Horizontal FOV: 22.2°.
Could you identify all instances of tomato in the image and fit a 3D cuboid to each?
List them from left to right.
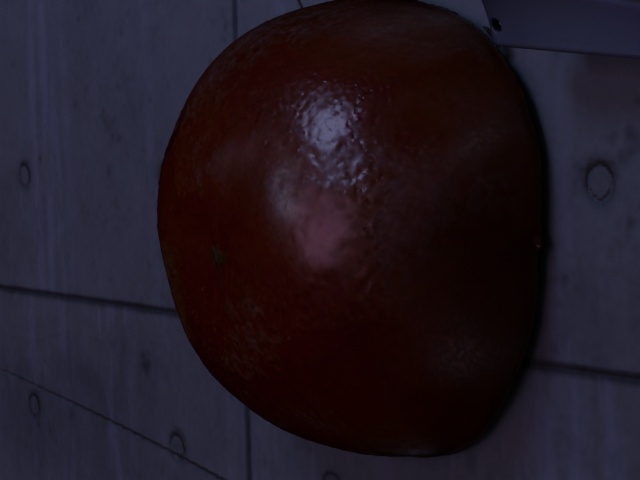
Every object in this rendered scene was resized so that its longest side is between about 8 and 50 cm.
[{"bbox_3d":[-0.009,-0.005,1.056,0.338,0.143,0.338,12,104,56],"label":"tomato"}]

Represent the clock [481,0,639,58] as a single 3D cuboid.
[{"bbox_3d":[0.162,-0.210,0.835,0.186,0.083,0.253,14,105,54],"label":"clock"}]
